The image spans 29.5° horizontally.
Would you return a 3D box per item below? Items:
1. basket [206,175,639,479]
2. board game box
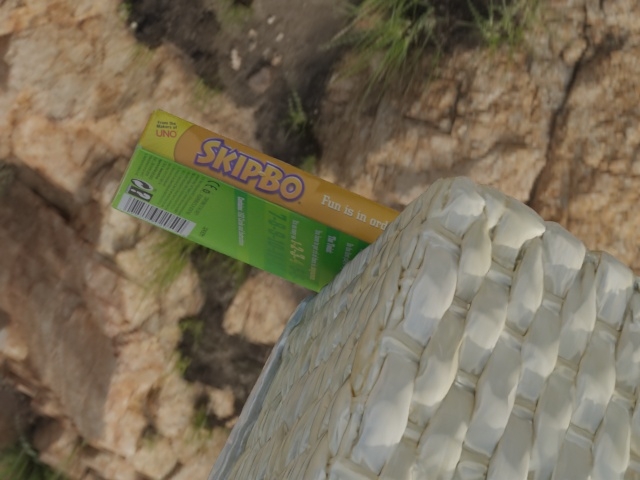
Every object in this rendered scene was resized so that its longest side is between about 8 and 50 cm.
[{"bbox_3d":[0.104,0.195,0.654,0.328,0.331,0.266,28,150,-7],"label":"basket"},{"bbox_3d":[0.000,0.000,0.775,0.259,0.039,0.124,25,159,-9],"label":"board game box"}]
